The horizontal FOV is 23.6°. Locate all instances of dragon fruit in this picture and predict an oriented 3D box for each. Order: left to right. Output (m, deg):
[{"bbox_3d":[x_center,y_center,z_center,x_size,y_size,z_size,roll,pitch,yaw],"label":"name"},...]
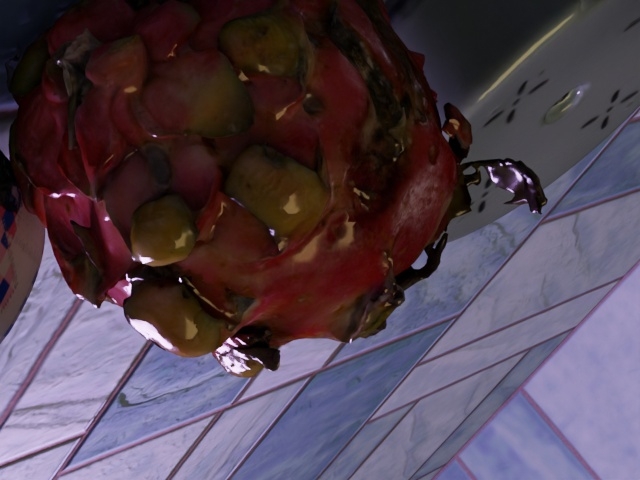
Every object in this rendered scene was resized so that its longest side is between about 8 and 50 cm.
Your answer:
[{"bbox_3d":[-0.049,-0.046,0.901,0.250,0.269,0.291,-38,177,15],"label":"dragon fruit"}]

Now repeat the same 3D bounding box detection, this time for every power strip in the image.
[{"bbox_3d":[0.135,-0.153,1.175,0.357,0.161,0.357,-35,162,-13],"label":"power strip"}]

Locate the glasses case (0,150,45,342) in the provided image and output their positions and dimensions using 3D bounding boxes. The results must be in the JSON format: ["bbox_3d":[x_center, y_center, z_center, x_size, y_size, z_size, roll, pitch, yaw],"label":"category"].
[{"bbox_3d":[-0.234,-0.011,0.878,0.327,0.076,0.125,66,43,-71],"label":"glasses case"}]
